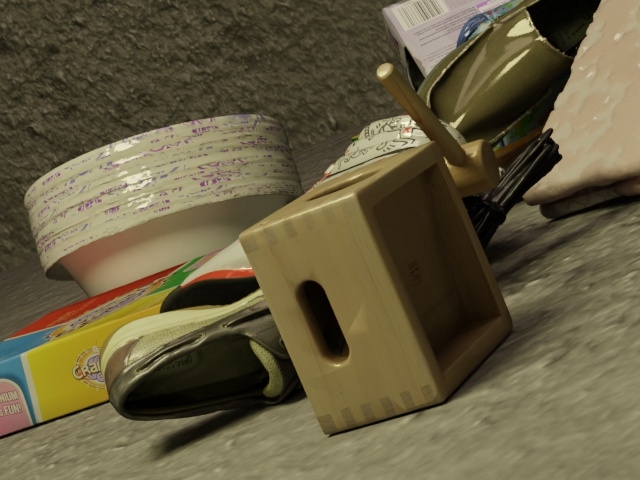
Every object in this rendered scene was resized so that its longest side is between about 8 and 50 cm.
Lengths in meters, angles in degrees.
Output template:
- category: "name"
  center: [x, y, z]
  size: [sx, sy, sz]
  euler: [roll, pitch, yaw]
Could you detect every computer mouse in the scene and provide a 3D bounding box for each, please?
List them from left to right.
- category: "computer mouse"
  center: [0.085, 0.010, 1.294]
  size: [0.184, 0.060, 0.262]
  euler: [-47, 12, -23]

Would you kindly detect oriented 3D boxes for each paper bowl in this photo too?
- category: "paper bowl"
  center: [-0.154, -0.016, 1.711]
  size: [0.284, 0.148, 0.284]
  euler: [-17, -7, -2]

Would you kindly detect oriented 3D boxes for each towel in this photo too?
- category: "towel"
  center: [0.326, -0.173, 1.290]
  size: [0.317, 0.053, 0.332]
  euler: [-15, 41, 52]

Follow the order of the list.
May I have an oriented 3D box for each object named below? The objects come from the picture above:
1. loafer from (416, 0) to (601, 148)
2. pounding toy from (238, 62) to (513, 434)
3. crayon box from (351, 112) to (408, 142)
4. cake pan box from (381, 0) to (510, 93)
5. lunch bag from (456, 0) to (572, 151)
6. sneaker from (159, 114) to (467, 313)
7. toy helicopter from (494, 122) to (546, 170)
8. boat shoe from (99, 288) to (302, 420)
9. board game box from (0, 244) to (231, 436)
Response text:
- category: "loafer"
  center: [0.177, -0.169, 1.493]
  size: [0.251, 0.094, 0.087]
  euler: [-47, -1, -18]
- category: "pounding toy"
  center: [0.037, -0.009, 1.001]
  size: [0.094, 0.181, 0.206]
  euler: [-20, 7, 29]
- category: "crayon box"
  center: [0.162, -0.129, 1.985]
  size: [0.165, 0.081, 0.278]
  euler: [-25, 7, -15]
- category: "cake pan box"
  center: [0.226, -0.208, 1.822]
  size: [0.267, 0.246, 0.070]
  euler: [-25, -38, -6]
- category: "lunch bag"
  center: [0.249, -0.174, 1.652]
  size: [0.219, 0.176, 0.090]
  euler: [-28, 44, -4]
- category: "sneaker"
  center: [0.001, 0.001, 1.232]
  size: [0.270, 0.090, 0.145]
  euler: [-30, 17, 42]
- category: "toy helicopter"
  center: [0.282, -0.123, 1.501]
  size: [0.355, 0.140, 0.235]
  euler: [-33, 13, 13]
- category: "boat shoe"
  center: [-0.035, 0.074, 1.093]
  size: [0.223, 0.080, 0.073]
  euler: [-14, 33, -3]
- category: "board game box"
  center: [-0.169, 0.084, 1.488]
  size: [0.316, 0.064, 0.242]
  euler: [-20, 7, 24]
